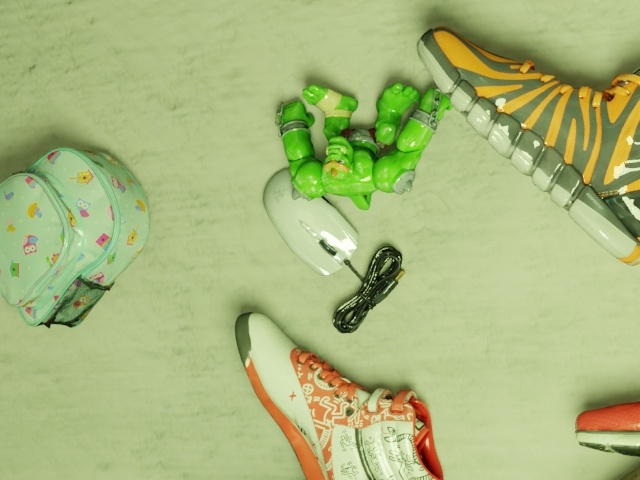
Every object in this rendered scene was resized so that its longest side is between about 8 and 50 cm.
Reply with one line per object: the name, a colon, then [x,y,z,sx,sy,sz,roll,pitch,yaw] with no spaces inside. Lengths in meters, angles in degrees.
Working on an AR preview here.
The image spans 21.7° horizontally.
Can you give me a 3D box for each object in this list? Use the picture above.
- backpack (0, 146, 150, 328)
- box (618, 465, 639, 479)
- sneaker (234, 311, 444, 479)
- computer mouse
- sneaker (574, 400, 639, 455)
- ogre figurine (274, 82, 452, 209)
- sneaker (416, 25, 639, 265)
backpack: [-0.292,-0.013,1.872,0.188,0.144,0.166,-40,67,13]
box: [0.321,0.275,1.513,0.121,0.148,0.311,47,132,1]
sneaker: [0.026,0.169,1.754,0.145,0.090,0.270,-31,79,18]
computer mouse: [0.000,0.000,1.799,0.193,0.042,0.106,47,105,18]
sneaker: [0.378,0.140,1.608,0.279,0.107,0.118,-14,76,11]
ogre figurine: [0.041,-0.101,1.765,0.197,0.097,0.118,4,70,8]
sneaker: [0.257,-0.140,1.669,0.321,0.124,0.180,43,99,8]
